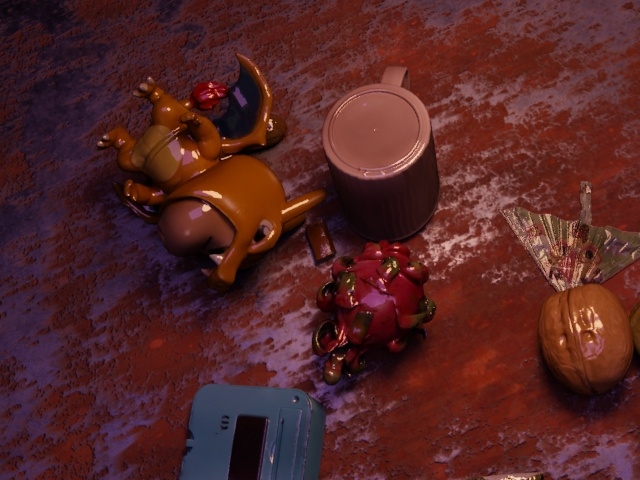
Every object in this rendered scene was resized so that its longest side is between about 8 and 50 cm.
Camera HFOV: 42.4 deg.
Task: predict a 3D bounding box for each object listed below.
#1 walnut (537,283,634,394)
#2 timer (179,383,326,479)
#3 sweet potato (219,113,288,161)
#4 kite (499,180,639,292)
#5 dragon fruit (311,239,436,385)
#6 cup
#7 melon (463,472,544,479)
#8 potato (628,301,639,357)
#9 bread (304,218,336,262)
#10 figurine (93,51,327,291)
[{"bbox_3d":[0.480,0.179,1.498,0.165,0.165,0.197,1,68,5],"label":"walnut"},{"bbox_3d":[-0.128,0.391,1.536,0.249,0.091,0.232,2,71,18],"label":"timer"},{"bbox_3d":[-0.178,-0.204,1.746,0.233,0.062,0.081,-30,74,-3],"label":"sweet potato"},{"bbox_3d":[0.508,0.004,1.634,0.322,0.013,0.268,14,73,9],"label":"kite"},{"bbox_3d":[0.087,0.128,1.545,0.272,0.218,0.198,-33,26,-2],"label":"dragon fruit"},{"bbox_3d":[0.140,-0.171,1.593,0.208,0.273,0.288,35,79,22],"label":"cup"},{"bbox_3d":[0.298,0.470,1.448,0.139,0.093,0.203,30,84,12],"label":"melon"},{"bbox_3d":[0.678,0.187,1.484,0.248,0.143,0.169,27,67,14],"label":"potato"},{"bbox_3d":[0.000,0.000,1.669,0.047,0.036,0.083,-20,68,1],"label":"bread"},{"bbox_3d":[-0.208,-0.135,1.585,0.401,0.268,0.387,-45,88,7],"label":"figurine"}]
